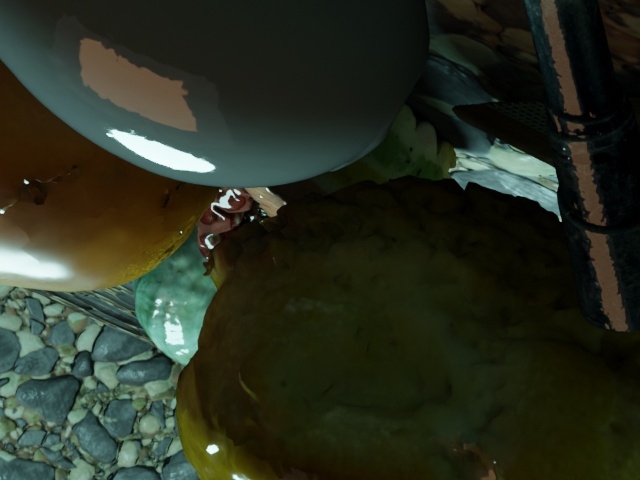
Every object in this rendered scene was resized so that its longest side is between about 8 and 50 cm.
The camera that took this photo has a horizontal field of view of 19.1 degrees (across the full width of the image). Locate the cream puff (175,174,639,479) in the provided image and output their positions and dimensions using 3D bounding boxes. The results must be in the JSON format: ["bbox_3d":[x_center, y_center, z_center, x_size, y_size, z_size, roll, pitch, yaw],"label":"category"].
[{"bbox_3d":[0.084,0.088,1.122,0.327,0.231,0.343,31,158,-24],"label":"cream puff"}]

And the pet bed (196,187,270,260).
[{"bbox_3d":[0.000,0.000,1.471,0.201,0.053,0.201,12,135,13],"label":"pet bed"}]

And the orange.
[{"bbox_3d":[-0.162,-0.082,1.082,0.240,0.240,0.240,24,169,5],"label":"orange"}]

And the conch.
[{"bbox_3d":[-0.057,0.025,1.629,0.277,0.195,0.220,44,137,26],"label":"conch"}]

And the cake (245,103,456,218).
[{"bbox_3d":[0.018,-0.052,1.230,0.090,0.109,0.225,21,169,22],"label":"cake"}]

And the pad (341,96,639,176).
[{"bbox_3d":[0.124,-0.051,1.051,0.323,0.055,0.250,4,-179,-28],"label":"pad"}]

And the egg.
[{"bbox_3d":[-0.065,-0.120,0.907,0.232,0.176,0.176,19,171,-19],"label":"egg"}]

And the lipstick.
[{"bbox_3d":[0.123,-0.062,0.903,0.053,0.053,0.234,15,137,42],"label":"lipstick"}]
